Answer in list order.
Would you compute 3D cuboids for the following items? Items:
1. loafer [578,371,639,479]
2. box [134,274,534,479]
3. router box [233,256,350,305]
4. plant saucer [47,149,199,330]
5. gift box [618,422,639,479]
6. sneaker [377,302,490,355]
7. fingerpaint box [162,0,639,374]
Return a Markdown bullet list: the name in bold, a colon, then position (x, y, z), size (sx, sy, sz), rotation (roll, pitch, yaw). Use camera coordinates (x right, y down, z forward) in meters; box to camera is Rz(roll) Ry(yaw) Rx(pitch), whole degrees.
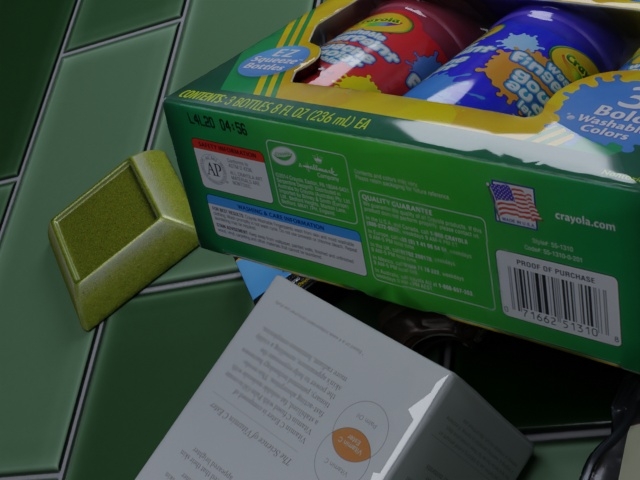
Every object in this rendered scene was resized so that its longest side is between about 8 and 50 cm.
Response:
- **loafer**: position (0.246, 0.179, 0.904), size (0.061, 0.062, 0.170), rotation (13, 68, 34)
- **box**: position (-0.024, 0.239, 0.951), size (0.215, 0.168, 0.345), rotation (28, 79, 43)
- **router box**: position (0.000, 0.000, 1.210), size (0.179, 0.046, 0.133), rotation (-36, 45, 7)
- **plant saucer**: position (-0.247, -0.015, 1.388), size (0.188, 0.045, 0.188), rotation (-38, 45, 5)
- **gift box**: position (0.320, 0.248, 0.644), size (0.255, 0.276, 0.258), rotation (-45, 20, 61)
- **sneaker**: position (0.147, 0.061, 1.067), size (0.188, 0.066, 0.071), rotation (-29, 65, 18)
- **fingerpaint box**: position (0.158, -0.105, 0.982), size (0.445, 0.163, 0.371), rotation (15, 40, 38)
